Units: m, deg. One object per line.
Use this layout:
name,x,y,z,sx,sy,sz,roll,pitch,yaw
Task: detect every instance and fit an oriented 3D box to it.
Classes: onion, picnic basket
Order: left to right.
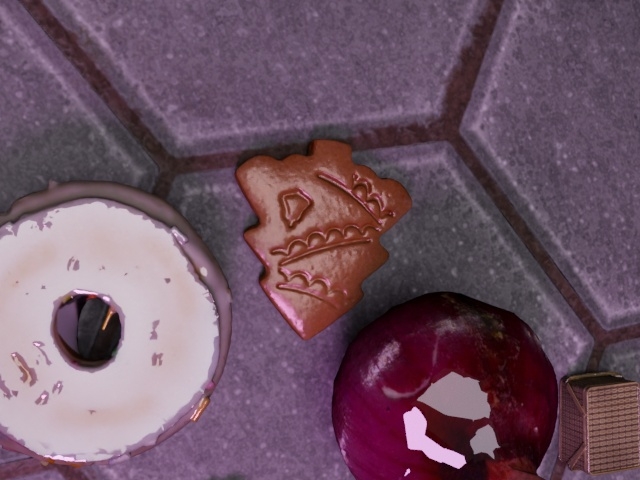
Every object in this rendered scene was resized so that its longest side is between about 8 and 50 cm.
onion,0.202,0.261,1.109,0.347,0.385,0.348,-13,122,-22
picnic basket,0.473,0.309,1.360,0.115,0.079,0.164,-3,92,-17

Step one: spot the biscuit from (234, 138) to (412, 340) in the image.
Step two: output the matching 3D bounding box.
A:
biscuit,0.000,0.000,1.220,0.283,0.043,0.306,7,90,-18

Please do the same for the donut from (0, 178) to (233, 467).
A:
donut,-0.309,0.110,1.074,0.382,0.142,0.383,0,91,-17
